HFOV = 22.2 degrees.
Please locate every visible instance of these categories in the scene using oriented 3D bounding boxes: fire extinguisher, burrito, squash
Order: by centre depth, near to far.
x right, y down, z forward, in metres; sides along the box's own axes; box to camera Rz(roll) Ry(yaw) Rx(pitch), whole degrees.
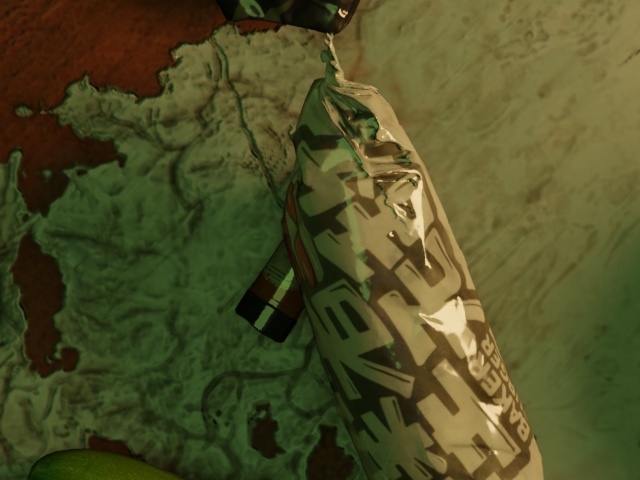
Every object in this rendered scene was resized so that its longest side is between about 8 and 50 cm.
[{"bbox_3d":[0.058,0.056,1.282,0.139,0.101,0.445,-22,101,-4],"label":"burrito"},{"bbox_3d":[-0.101,0.241,1.325,0.292,0.082,0.082,23,90,1],"label":"squash"},{"bbox_3d":[0.000,0.000,1.339,0.062,0.050,0.177,35,91,26],"label":"fire extinguisher"}]

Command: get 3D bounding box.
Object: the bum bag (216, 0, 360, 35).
[{"bbox_3d":[0.037,-0.307,1.319,0.144,0.095,0.340,39,89,16],"label":"bum bag"}]
